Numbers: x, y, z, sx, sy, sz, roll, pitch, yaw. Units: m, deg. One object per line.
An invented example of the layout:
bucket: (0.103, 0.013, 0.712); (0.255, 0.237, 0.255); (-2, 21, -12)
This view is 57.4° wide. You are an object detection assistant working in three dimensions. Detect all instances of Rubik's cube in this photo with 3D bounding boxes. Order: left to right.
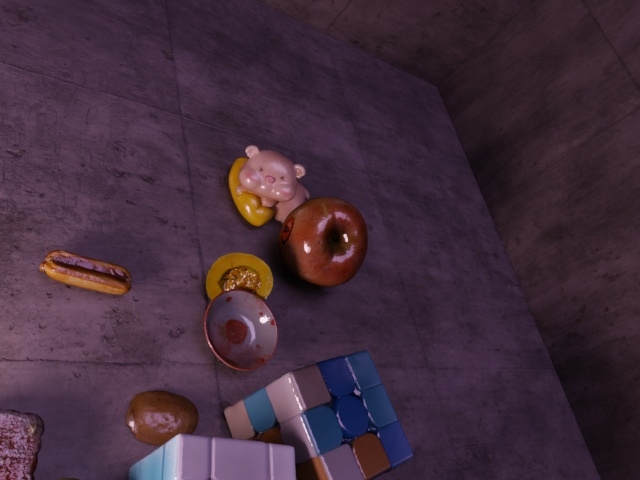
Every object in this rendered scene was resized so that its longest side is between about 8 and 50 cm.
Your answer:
Rubik's cube: (-0.262, 0.663, 1.375); (0.319, 0.322, 0.316); (19, 50, -32)
Rubik's cube: (-0.010, 0.555, 1.681); (0.347, 0.347, 0.344); (-5, 65, -45)

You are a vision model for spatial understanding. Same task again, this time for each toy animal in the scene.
toy animal: (-0.169, -0.195, 2.189); (0.345, 0.247, 0.277); (31, 45, -23)

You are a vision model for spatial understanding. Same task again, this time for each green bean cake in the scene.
green bean cake: (-0.717, 0.479, 1.258); (0.198, 0.097, 0.232); (18, 49, -35)

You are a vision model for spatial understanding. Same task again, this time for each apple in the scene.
apple: (0.000, 0.000, 2.157); (0.338, 0.305, 0.338); (0, 89, -31)

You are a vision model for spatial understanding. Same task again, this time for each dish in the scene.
dish: (-0.265, 0.289, 1.842); (0.260, 0.085, 0.260); (20, 56, -32)

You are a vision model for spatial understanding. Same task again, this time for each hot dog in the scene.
hot dog: (-0.652, 0.095, 1.643); (0.249, 0.068, 0.100); (22, 34, -34)

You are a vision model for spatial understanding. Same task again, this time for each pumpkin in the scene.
pumpkin: (-0.265, 0.123, 1.916); (0.217, 0.217, 0.110); (35, 11, -18)

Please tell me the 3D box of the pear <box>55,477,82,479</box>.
pear: (-0.557, 0.605, 1.280); (0.167, 0.136, 0.167); (30, 40, -30)

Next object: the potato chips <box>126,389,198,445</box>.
potato chips: (-0.421, 0.475, 1.584); (0.202, 0.049, 0.150); (18, 44, -25)
